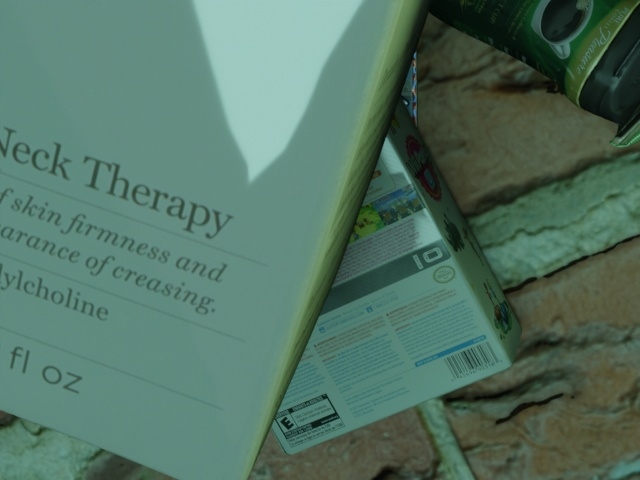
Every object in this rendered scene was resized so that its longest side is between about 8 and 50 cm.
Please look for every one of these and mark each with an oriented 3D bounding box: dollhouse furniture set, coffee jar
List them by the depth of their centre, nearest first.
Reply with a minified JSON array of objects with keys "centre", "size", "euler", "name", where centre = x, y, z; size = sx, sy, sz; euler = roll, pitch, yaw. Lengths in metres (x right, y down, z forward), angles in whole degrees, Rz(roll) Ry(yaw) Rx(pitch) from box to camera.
[{"centre":[0.176,-0.169,1.033],"size":[0.184,0.079,0.096],"euler":[36,96,18],"name":"coffee jar"},{"centre":[0.293,-0.112,1.040],"size":[0.058,0.076,0.151],"euler":[43,112,-1],"name":"dollhouse furniture set"}]

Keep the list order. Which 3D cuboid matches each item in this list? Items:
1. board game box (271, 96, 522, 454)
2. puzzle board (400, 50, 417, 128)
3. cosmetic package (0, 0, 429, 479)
[{"centre":[0.000,0.000,1.140],"size":[0.224,0.097,0.303],"euler":[-25,101,22],"name":"board game box"},{"centre":[0.019,-0.114,1.156],"size":[0.128,0.011,0.096],"euler":[3,107,15],"name":"puzzle board"},{"centre":[-0.116,-0.121,0.892],"size":[0.330,0.327,0.393],"euler":[19,112,4],"name":"cosmetic package"}]
